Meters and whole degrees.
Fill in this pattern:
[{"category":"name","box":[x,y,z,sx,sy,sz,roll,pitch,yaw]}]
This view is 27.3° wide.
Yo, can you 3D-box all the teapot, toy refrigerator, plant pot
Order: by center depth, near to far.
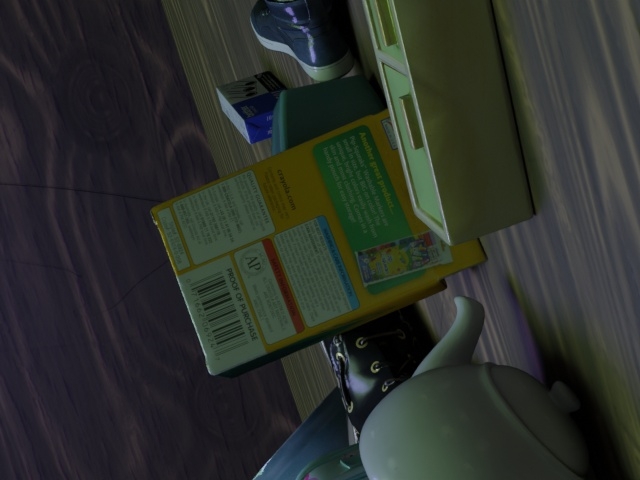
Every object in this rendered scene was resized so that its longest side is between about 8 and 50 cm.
[{"category":"toy refrigerator","box":[0.105,-0.140,1.179,0.102,0.094,0.269,-130,23,-65]},{"category":"teapot","box":[0.176,0.211,1.261,0.256,0.187,0.252,46,-167,-6]},{"category":"plant pot","box":[0.024,-0.070,1.606,0.166,0.166,0.234,131,127,-79]},{"category":"plant pot","box":[0.038,0.373,2.147,0.196,0.293,0.293,42,166,7]}]

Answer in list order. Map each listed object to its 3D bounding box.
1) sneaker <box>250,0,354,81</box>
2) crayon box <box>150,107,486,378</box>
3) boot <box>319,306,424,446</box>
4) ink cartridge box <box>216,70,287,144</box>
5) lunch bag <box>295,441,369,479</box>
[{"category":"sneaker","box":[-0.045,-0.310,1.657,0.226,0.086,0.163,41,162,52]},{"category":"crayon box","box":[0.000,0.000,1.460,0.083,0.323,0.203,38,-149,-76]},{"category":"boot","box":[0.105,0.180,1.706,0.284,0.138,0.377,174,87,-74]},{"category":"ink cartridge box","box":[-0.099,-0.220,2.160,0.207,0.097,0.046,-127,20,-63]},{"category":"lunch bag","box":[0.116,0.313,1.495,0.108,0.279,0.224,-172,65,-69]}]
